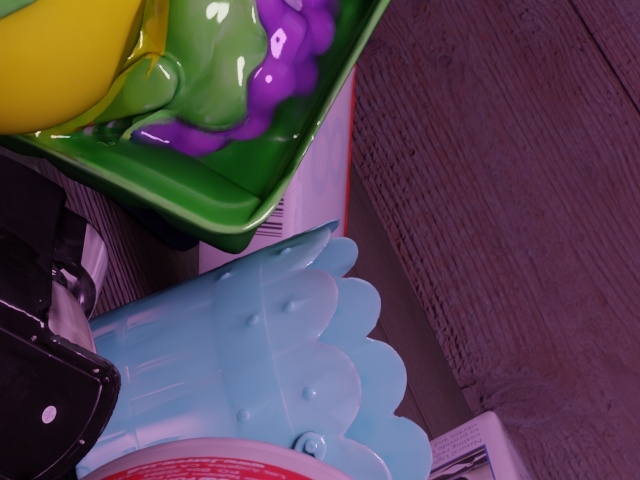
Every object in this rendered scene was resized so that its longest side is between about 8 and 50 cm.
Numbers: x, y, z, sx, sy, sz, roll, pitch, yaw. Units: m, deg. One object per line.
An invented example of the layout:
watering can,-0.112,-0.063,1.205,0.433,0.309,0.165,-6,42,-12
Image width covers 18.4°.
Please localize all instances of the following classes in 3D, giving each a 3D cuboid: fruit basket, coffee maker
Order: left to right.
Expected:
coffee maker,-0.190,0.025,1.071,0.171,0.120,0.178,55,9,-27
fruit basket,-0.153,-0.164,1.124,0.392,0.283,0.392,26,-18,9

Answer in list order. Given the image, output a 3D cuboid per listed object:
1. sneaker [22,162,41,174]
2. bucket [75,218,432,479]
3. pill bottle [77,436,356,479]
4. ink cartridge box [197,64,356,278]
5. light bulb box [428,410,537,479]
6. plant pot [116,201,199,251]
sneaker,-0.203,-0.009,1.244,0.057,0.075,0.161,57,4,-21
bucket,-0.034,0.139,1.249,0.281,0.183,0.281,-18,90,-82
pill bottle,-0.057,0.233,0.744,0.229,0.229,0.408,59,8,-7
ink cartridge box,0.000,0.000,1.684,0.385,0.091,0.308,-20,114,-70
light bulb box,0.138,0.383,1.434,0.358,0.225,0.361,57,9,-22
plant pot,-0.125,-0.162,1.826,0.236,0.212,0.236,64,8,28
